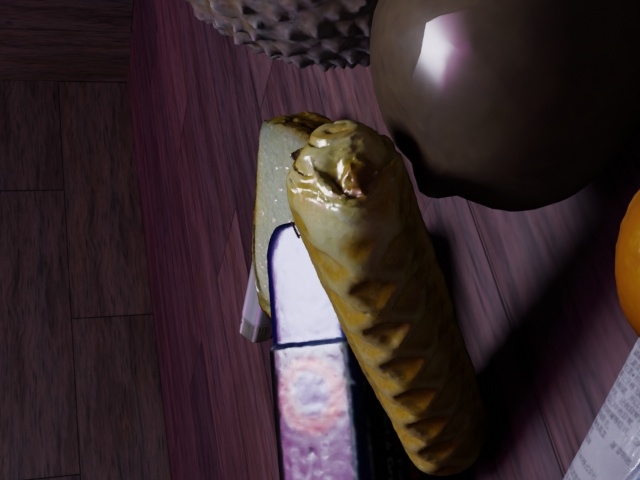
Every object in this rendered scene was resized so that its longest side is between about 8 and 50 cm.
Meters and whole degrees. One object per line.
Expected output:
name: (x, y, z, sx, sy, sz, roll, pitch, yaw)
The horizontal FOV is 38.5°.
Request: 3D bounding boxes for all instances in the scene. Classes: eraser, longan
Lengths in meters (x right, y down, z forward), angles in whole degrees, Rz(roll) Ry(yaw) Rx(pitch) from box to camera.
eraser: (0.036, 0.150, 0.799, 0.101, 0.155, 0.332, -9, 81, 33)
longan: (0.107, -0.103, 0.521, 0.189, 0.189, 0.189, 178, 90, -73)

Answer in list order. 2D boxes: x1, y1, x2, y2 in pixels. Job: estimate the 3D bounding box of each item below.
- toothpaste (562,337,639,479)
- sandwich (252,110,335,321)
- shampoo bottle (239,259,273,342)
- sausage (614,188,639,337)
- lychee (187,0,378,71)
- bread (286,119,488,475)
toothpaste: (0.166, 0.151, 0.494, 0.299, 0.073, 0.114, -67, 26, 19)
sandwich: (0.001, 0.000, 1.004, 0.226, 0.087, 0.251, 38, 129, 53)
shampoo bottle: (-0.058, 0.039, 1.217, 0.056, 0.086, 0.227, 37, 139, 21)
sausage: (0.206, 0.046, 0.333, 0.274, 0.105, 0.105, -128, 39, -61)
lychee: (-0.009, -0.282, 0.718, 0.300, 0.300, 0.300, 178, 90, -73)
bread: (0.057, 0.061, 0.629, 0.084, 0.077, 0.367, 54, 172, 41)
